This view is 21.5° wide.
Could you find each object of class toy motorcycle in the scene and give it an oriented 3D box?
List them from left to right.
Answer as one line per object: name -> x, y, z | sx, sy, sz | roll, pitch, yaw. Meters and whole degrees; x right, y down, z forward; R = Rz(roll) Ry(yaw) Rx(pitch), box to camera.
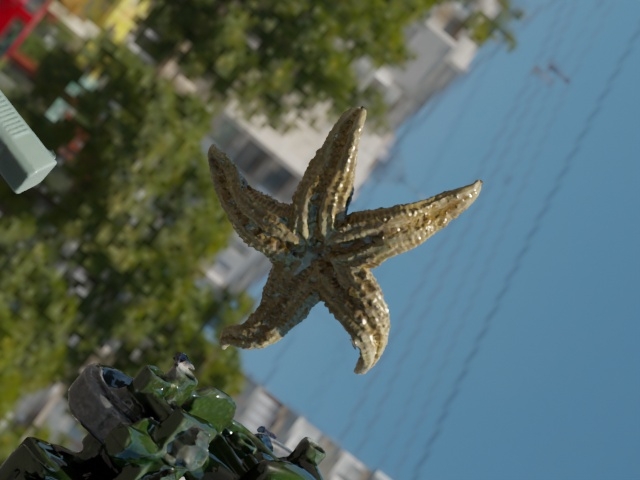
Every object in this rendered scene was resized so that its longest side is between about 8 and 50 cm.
toy motorcycle -> -0.103, 0.180, 1.039 | 0.205, 0.275, 0.127 | -51, -132, 7

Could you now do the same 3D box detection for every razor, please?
razor -> -0.267, -0.150, 1.122 | 0.056, 0.278, 0.111 | -20, 163, -50

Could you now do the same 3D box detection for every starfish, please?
starfish -> 0.000, 0.000, 1.421 | 0.277, 0.235, 0.062 | -32, -177, 24
